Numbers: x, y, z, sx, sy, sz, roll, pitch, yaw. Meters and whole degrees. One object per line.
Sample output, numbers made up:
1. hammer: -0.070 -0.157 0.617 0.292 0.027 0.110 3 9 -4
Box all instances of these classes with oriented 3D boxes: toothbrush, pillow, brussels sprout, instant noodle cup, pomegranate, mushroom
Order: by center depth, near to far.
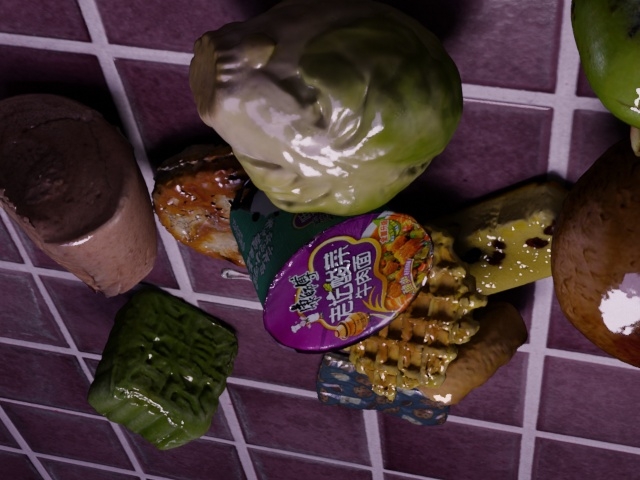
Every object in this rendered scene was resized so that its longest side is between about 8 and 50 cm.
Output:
1. pomegranate: 0.370 -0.192 1.193 0.235 0.236 0.302 8 148 13
2. brussels sprout: 0.006 -0.156 1.377 0.316 0.243 0.274 1 165 0
3. mushroom: 0.465 -0.003 1.462 0.331 0.356 0.334 -13 109 23
4. instant noodle cup: 0.000 0.000 1.578 0.251 0.190 0.251 -18 138 -17
5. toothbrush: -0.096 0.061 1.879 0.022 0.017 0.204 8 177 31
6. pillow: 0.118 0.281 2.184 0.255 0.034 0.189 11 149 5

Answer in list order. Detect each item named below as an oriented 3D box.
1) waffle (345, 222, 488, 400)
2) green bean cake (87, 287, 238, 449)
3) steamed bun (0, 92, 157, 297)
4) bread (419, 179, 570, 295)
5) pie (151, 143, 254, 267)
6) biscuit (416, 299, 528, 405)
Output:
1. waffle: 0.108 0.081 1.680 0.291 0.291 0.051 -12 176 37
2. green bean cake: -0.278 0.230 2.076 0.222 0.248 0.125 31 143 -19
3. steamed bun: -0.352 -0.082 1.689 0.301 0.199 0.251 41 171 25
4. bread: 0.230 0.016 1.694 0.361 0.077 0.138 -20 133 42
5. pie: -0.114 -0.048 1.741 0.308 0.086 0.308 11 148 7
6. biscuit: 0.213 0.166 1.812 0.091 0.213 0.274 55 170 -1
